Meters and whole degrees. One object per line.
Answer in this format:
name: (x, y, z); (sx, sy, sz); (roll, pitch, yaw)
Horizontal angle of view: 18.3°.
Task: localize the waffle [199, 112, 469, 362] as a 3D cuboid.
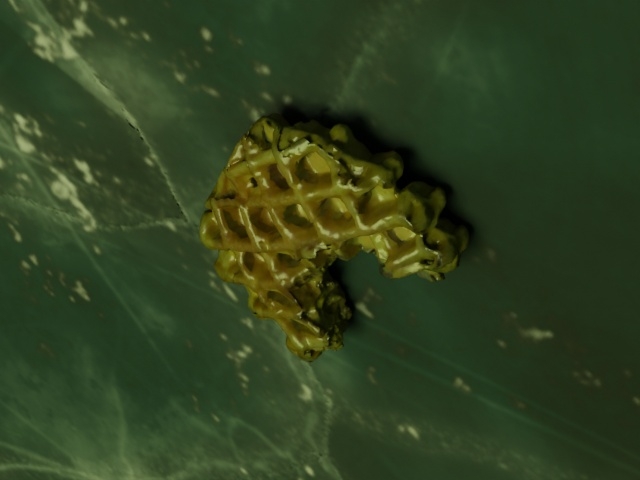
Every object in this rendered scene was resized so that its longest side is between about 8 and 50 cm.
waffle: (-0.002, 0.002, 1.188); (0.149, 0.051, 0.194); (41, 143, 6)
